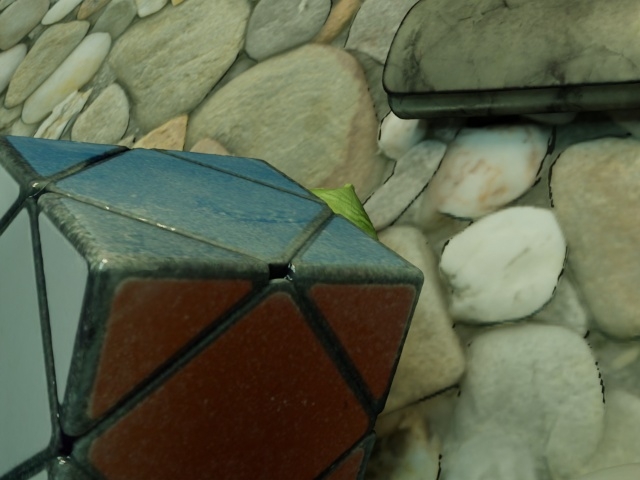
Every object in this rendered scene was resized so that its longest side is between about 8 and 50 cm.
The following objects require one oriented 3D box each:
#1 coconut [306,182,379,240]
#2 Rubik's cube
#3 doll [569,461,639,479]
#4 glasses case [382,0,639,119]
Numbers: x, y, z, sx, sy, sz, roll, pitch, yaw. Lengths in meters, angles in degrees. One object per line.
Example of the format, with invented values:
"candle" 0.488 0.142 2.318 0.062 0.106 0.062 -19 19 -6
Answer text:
"coconut" 0.000 0.000 0.717 0.088 0.088 0.096 16 75 46
"Rubik's cube" -0.095 0.066 0.600 0.205 0.205 0.207 38 120 49
"doll" 0.167 0.173 0.346 0.251 0.221 0.221 25 77 47
"glasses case" 0.186 -0.140 0.685 0.299 0.060 0.114 3 61 41
